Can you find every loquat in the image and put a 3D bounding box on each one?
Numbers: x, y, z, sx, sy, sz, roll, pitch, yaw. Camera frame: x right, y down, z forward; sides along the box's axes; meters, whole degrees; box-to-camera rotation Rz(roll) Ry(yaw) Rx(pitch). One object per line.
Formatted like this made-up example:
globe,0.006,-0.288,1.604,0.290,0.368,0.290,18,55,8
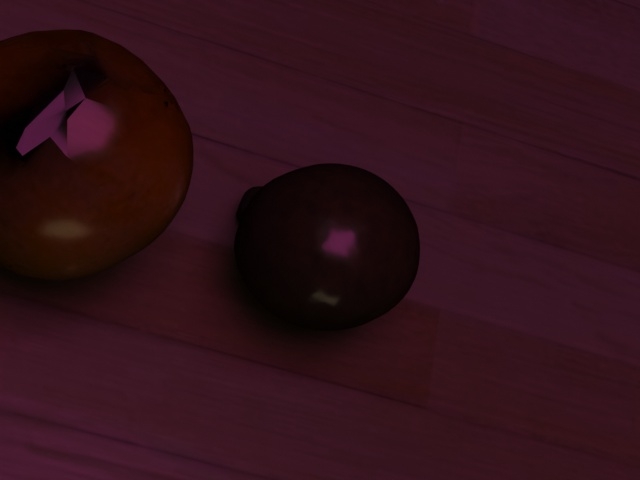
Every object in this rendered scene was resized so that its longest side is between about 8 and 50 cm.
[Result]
loquat,-0.236,-0.077,1.624,0.235,0.235,0.235,8,67,-19

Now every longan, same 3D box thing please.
longan,0.000,0.000,1.736,0.204,0.159,0.185,27,34,33
